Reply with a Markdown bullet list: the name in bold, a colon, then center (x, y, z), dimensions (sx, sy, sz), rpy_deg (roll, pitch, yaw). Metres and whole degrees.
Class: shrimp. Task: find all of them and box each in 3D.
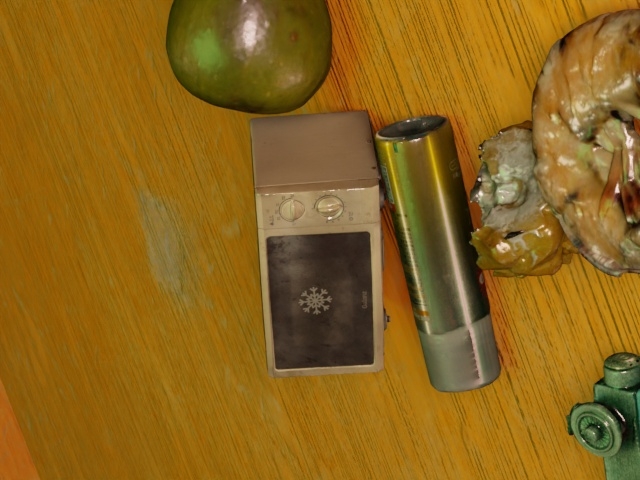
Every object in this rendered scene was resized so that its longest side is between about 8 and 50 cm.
- **shrimp**: center (0.304, -0.078, 1.516), dimensions (0.365, 0.071, 0.233), rpy_deg (9, 99, 51)

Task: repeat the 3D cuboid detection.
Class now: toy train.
- **toy train**: center (0.327, 0.224, 1.728), dimensions (0.159, 0.101, 0.248), rpy_deg (8, 119, 42)

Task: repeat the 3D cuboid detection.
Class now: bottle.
- **bottle**: center (0.124, 0.017, 1.917), dimensions (0.082, 0.082, 0.286), rpy_deg (13, 121, 55)

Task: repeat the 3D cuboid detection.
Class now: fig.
- **fig**: center (-0.073, -0.236, 1.976), dimensions (0.181, 0.181, 0.191), rpy_deg (36, 132, 42)

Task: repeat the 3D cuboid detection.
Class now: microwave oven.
- **microwave oven**: center (0.000, 0.000, 2.008), dimensions (0.194, 0.145, 0.240), rpy_deg (-91, -2, -57)

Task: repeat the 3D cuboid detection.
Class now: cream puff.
- **cream puff**: center (0.204, -0.031, 1.731), dimensions (0.121, 0.156, 0.156), rpy_deg (-3, 114, 14)
